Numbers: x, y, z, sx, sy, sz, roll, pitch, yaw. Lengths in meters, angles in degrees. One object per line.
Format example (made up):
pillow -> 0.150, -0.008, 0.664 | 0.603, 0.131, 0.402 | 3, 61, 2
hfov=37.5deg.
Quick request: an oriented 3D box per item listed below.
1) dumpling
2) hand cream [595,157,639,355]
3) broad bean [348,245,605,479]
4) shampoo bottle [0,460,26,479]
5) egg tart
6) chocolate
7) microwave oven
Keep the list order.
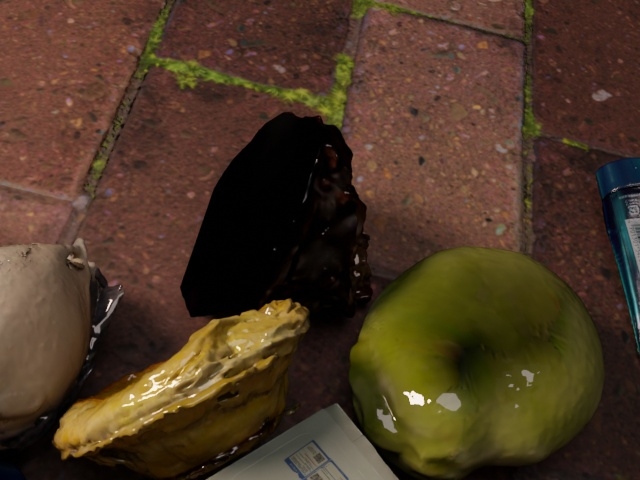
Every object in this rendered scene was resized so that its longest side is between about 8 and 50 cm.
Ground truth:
dumpling -> -0.296, 0.100, 0.810 | 0.163, 0.204, 0.293 | 53, 23, -12
hand cream -> 0.395, 0.024, 1.096 | 0.120, 0.061, 0.270 | 1, 55, -11
broad bean -> 0.152, 0.116, 0.915 | 0.238, 0.119, 0.291 | 27, 46, 21
shampoo bottle -> -0.308, 0.196, 0.715 | 0.183, 0.050, 0.087 | 25, 24, -47
egg tart -> -0.104, 0.132, 0.790 | 0.241, 0.241, 0.106 | -27, 89, -31
chocolate -> 0.000, 0.000, 0.951 | 0.177, 0.206, 0.224 | 29, 59, -28
microwave oven -> 0.008, 0.265, 0.750 | 0.162, 0.122, 0.208 | -26, 60, -30
